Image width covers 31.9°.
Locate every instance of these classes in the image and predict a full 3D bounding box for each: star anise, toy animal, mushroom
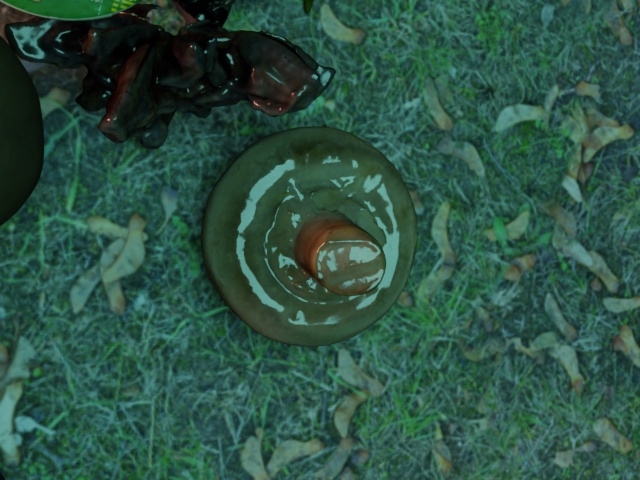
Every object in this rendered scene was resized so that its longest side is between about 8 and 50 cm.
[{"bbox_3d":[-0.124,-0.142,0.960,0.283,0.212,0.129,-3,96,-22],"label":"star anise"},{"bbox_3d":[-0.062,-0.250,1.061,0.202,0.105,0.070,-22,57,-25],"label":"toy animal"},{"bbox_3d":[0.000,0.000,1.015,0.207,0.215,0.207,-2,98,-15],"label":"mushroom"}]

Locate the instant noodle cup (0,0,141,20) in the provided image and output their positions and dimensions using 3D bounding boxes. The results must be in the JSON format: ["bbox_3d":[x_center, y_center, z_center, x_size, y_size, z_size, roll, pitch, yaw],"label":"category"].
[{"bbox_3d":[-0.194,-0.290,0.907,0.207,0.232,0.207,-1,106,-5],"label":"instant noodle cup"}]

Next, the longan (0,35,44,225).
[{"bbox_3d":[-0.334,-0.099,0.865,0.248,0.248,0.248,0,91,-21],"label":"longan"}]

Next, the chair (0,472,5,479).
[{"bbox_3d":[-0.289,0.276,0.948,0.140,0.145,0.221,-36,102,-17],"label":"chair"}]
